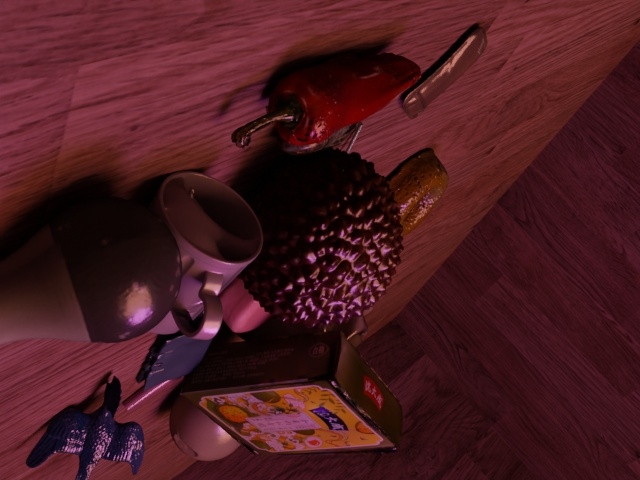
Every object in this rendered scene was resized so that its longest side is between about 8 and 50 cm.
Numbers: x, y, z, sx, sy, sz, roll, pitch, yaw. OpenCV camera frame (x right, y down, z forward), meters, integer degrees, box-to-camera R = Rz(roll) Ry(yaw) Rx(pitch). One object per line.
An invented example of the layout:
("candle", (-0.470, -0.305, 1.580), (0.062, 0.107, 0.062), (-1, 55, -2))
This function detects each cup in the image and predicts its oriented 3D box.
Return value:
("cup", (-0.208, 0.040, 1.118), (0.202, 0.166, 0.221), (-47, -163, 32))

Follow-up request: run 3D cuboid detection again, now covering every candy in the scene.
("candy", (-0.125, 0.103, 1.706), (0.255, 0.094, 0.255), (-39, 166, -11))
("candy", (0.037, -0.147, 1.522), (0.060, 0.060, 0.201), (-23, 149, -52))

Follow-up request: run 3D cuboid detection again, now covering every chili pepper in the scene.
("chili pepper", (0.026, -0.215, 1.156), (0.387, 0.110, 0.110), (-30, 161, -44))

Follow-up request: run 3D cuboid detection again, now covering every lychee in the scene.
("lychee", (0.000, 0.000, 1.343), (0.306, 0.306, 0.330), (-36, 169, -22))

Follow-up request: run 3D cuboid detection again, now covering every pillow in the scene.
("pillow", (0.249, -0.330, 1.548), (0.217, 0.033, 0.130), (-44, 163, 8))

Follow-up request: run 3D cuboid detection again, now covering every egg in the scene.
("egg", (-0.300, 0.482, 2.107), (0.219, 0.219, 0.269), (-33, 161, -30))

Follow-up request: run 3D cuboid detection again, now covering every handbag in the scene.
("handbag", (-0.318, 0.244, 1.711), (0.144, 0.057, 0.221), (-20, 156, -39))

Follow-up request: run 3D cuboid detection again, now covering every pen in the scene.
("pen", (-0.381, 0.338, 1.853), (0.197, 0.032, 0.053), (-34, 163, -18))

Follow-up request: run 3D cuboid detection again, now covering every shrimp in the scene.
("shrimp", (0.024, -0.199, 1.266), (0.233, 0.079, 0.090), (-37, 129, -33))

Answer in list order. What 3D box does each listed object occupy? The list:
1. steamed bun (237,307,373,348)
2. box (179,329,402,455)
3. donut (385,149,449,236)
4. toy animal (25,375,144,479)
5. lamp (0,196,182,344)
("steamed bun", (-0.009, 0.205, 1.997), (0.367, 0.255, 0.342), (-22, 157, -49))
("box", (-0.062, 0.382, 1.870), (0.420, 0.138, 0.373), (-11, 138, 26))
("donut", (0.225, -0.107, 1.997), (0.272, 0.107, 0.272), (-41, 165, -13))
("toy animal", (-0.469, 0.406, 1.599), (0.239, 0.256, 0.176), (14, 163, -26))
("lamp", (-0.329, 0.040, 0.954), (0.313, 0.182, 0.182), (-3, 154, -12))
